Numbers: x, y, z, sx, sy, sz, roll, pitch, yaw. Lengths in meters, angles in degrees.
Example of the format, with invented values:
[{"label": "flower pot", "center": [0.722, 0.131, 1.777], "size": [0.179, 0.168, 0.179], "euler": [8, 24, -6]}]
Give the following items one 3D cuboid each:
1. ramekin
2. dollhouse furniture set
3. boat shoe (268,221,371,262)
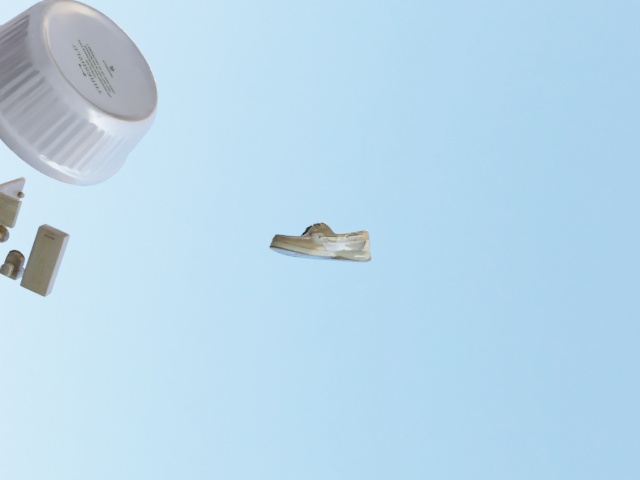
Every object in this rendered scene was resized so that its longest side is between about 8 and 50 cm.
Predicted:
[{"label": "ramekin", "center": [-0.351, -0.222, 1.719], "size": [0.127, 0.273, 0.272], "euler": [-34, -112, 28]}, {"label": "dollhouse furniture set", "center": [-0.499, -0.008, 2.090], "size": [0.151, 0.123, 0.144], "euler": [23, -75, 6]}, {"label": "boat shoe", "center": [0.000, 0.000, 1.468], "size": [0.050, 0.135, 0.045], "euler": [-4, -99, 60]}]
